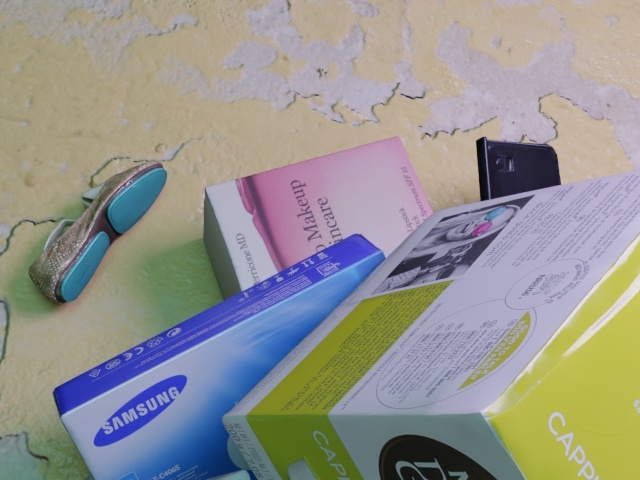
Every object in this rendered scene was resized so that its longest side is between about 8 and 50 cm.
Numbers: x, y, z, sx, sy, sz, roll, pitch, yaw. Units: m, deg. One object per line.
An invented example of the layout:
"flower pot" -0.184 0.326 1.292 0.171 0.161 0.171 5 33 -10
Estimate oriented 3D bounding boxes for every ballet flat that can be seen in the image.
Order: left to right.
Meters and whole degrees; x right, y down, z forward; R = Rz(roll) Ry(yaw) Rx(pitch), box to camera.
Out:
"ballet flat" -0.256 -0.022 1.305 0.067 0.073 0.206 23 58 23

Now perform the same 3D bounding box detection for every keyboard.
"keyboard" 0.196 0.046 1.249 0.201 0.033 0.317 2 80 -36

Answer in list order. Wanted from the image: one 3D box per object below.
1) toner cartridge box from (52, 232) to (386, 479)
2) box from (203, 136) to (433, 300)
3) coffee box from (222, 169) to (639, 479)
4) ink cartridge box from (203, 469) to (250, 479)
"toner cartridge box" -0.071 0.146 1.159 0.347 0.075 0.165 -28 111 -10
"box" 0.000 0.000 1.283 0.232 0.127 0.149 -16 66 -14
"coffee box" 0.192 0.178 0.993 0.338 0.334 0.338 -41 107 -34
"ink cartridge box" -0.191 0.389 0.919 0.395 0.166 0.286 -17 83 -44
